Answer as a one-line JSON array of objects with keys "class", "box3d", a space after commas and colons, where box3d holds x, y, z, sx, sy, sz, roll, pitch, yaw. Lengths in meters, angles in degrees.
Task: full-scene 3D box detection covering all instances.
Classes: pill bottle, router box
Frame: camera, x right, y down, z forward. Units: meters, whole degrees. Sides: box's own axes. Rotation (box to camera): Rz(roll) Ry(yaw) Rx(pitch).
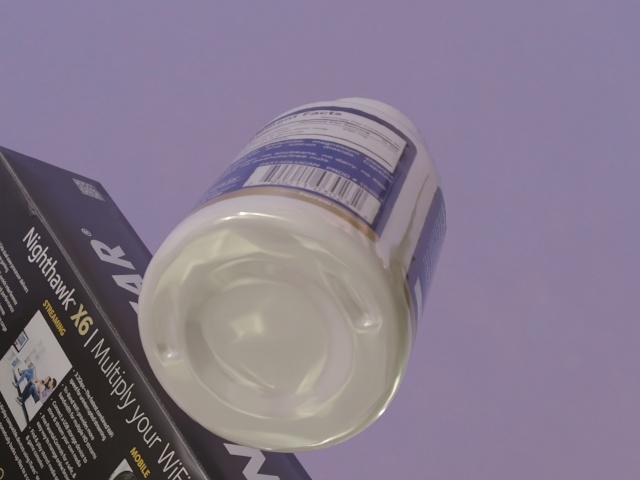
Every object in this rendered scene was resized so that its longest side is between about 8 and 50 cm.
[{"class": "pill bottle", "box3d": [0.000, 0.000, 0.442, 0.169, 0.094, 0.094, -61, -34, -63]}, {"class": "router box", "box3d": [-0.143, 0.138, 0.562, 0.081, 0.309, 0.243, 21, -68, -49]}]
